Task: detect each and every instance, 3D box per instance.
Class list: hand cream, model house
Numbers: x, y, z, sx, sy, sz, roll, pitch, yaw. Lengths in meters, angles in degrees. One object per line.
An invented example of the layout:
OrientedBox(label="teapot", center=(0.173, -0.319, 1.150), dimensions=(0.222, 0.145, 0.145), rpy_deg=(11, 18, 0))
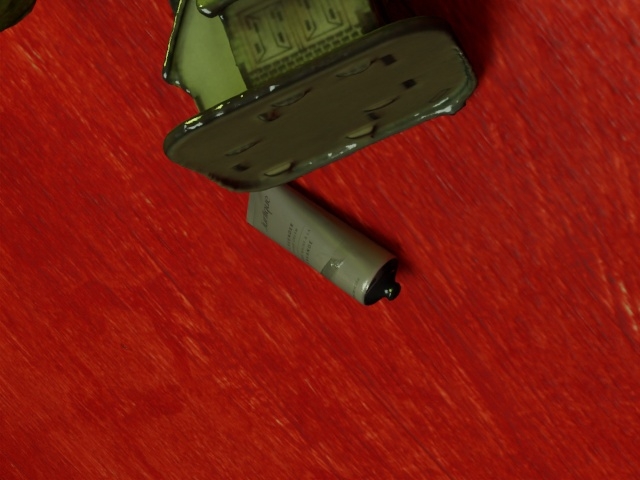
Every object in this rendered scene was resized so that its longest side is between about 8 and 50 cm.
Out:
OrientedBox(label="hand cream", center=(0.000, 0.000, 1.166), dimensions=(0.186, 0.054, 0.087), rpy_deg=(34, 142, 23))
OrientedBox(label="model house", center=(-0.036, -0.207, 0.921), dimensions=(0.205, 0.218, 0.278), rpy_deg=(27, -138, -74))

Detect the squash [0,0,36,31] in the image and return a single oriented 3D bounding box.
OrientedBox(label="squash", center=(-0.354, -0.301, 0.996), dimensions=(0.310, 0.310, 0.309), rpy_deg=(23, 152, 25))
